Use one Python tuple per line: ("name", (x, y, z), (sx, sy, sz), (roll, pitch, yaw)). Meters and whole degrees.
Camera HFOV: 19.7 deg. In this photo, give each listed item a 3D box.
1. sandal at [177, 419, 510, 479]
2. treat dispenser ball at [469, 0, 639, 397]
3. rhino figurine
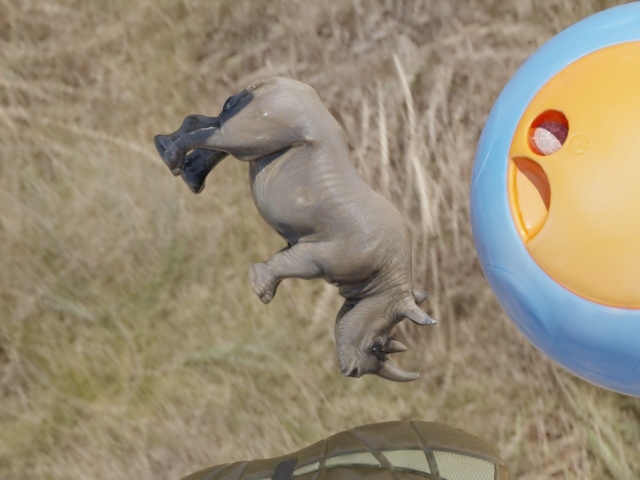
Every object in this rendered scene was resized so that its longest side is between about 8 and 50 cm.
("sandal", (0.003, 0.152, 0.990), (0.219, 0.060, 0.090), (-16, 26, 21))
("treat dispenser ball", (0.251, -0.030, 1.326), (0.288, 0.288, 0.288), (-6, 63, 11))
("rhino figurine", (0.000, 0.000, 1.201), (0.106, 0.243, 0.073), (-34, 18, 3))
